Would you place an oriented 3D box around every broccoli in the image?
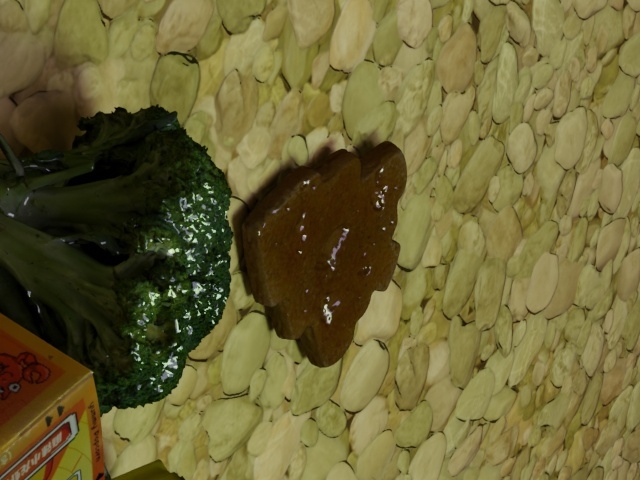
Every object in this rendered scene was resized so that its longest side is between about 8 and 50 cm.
[{"bbox_3d":[-0.211,0.002,1.734,0.283,0.321,0.304,23,74,-27],"label":"broccoli"}]

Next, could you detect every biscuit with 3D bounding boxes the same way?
[{"bbox_3d":[-0.001,0.000,2.232,0.301,0.043,0.278,23,89,-56],"label":"biscuit"}]

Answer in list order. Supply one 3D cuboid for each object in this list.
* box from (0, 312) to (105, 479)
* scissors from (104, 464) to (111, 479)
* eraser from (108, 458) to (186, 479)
[{"bbox_3d":[-0.348,0.227,1.627,0.283,0.214,0.259,-43,153,-38],"label":"box"},{"bbox_3d":[-0.214,0.326,2.080,0.138,0.041,0.289,-49,145,-35],"label":"scissors"},{"bbox_3d":[-0.209,0.311,1.925,0.226,0.158,0.069,-22,129,-31],"label":"eraser"}]
